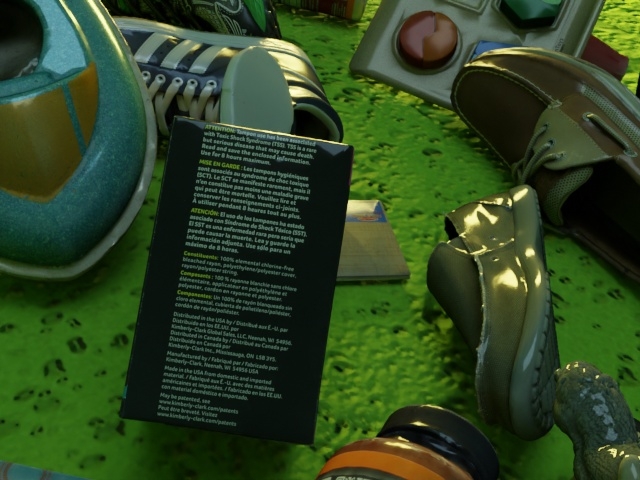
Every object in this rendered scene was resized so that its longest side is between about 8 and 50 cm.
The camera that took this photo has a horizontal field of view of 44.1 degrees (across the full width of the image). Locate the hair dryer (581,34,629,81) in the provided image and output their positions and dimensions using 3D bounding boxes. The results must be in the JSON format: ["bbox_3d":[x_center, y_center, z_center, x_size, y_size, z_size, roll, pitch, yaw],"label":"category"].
[{"bbox_3d":[0.249,-0.271,0.963,0.224,0.080,0.293,-18,49,-31],"label":"hair dryer"}]

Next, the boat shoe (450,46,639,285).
[{"bbox_3d":[0.231,-0.068,0.697,0.116,0.123,0.324,-25,51,-33],"label":"boat shoe"}]

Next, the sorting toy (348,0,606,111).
[{"bbox_3d":[0.192,-0.279,0.864,0.229,0.041,0.307,23,77,15],"label":"sorting toy"}]

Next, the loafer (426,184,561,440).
[{"bbox_3d":[0.123,0.046,0.574,0.088,0.094,0.251,-7,28,15],"label":"loafer"}]

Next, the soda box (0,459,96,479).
[{"bbox_3d":[-0.189,0.145,0.393,0.183,0.058,0.063,13,40,0],"label":"soda box"}]

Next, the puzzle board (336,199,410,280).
[{"bbox_3d":[0.000,0.000,0.643,0.128,0.011,0.096,0,41,-15],"label":"puzzle board"}]

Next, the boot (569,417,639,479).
[{"bbox_3d":[0.260,0.158,0.459,0.236,0.085,0.179,-30,55,-29],"label":"boot"}]

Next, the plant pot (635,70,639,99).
[{"bbox_3d":[0.416,-0.120,0.763,0.188,0.166,0.188,-20,49,-32],"label":"plant pot"}]

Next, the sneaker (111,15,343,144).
[{"bbox_3d":[-0.115,-0.113,0.678,0.282,0.099,0.153,-4,41,-22],"label":"sneaker"}]

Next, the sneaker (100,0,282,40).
[{"bbox_3d":[-0.170,-0.267,0.847,0.146,0.134,0.343,-41,63,-17],"label":"sneaker"}]

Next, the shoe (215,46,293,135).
[{"bbox_3d":[-0.071,-0.057,0.594,0.064,0.081,0.177,21,60,-42],"label":"shoe"}]

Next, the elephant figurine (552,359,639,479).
[{"bbox_3d":[0.192,0.157,0.328,0.186,0.169,0.239,29,53,0],"label":"elephant figurine"}]

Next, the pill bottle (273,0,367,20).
[{"bbox_3d":[-0.015,-0.324,0.955,0.152,0.086,0.086,14,40,2],"label":"pill bottle"}]

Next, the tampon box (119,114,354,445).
[{"bbox_3d":[-0.045,0.026,0.463,0.102,0.120,0.160,10,82,-4],"label":"tampon box"}]

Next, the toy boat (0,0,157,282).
[{"bbox_3d":[-0.271,-0.076,0.527,0.318,0.148,0.267,-23,79,-21],"label":"toy boat"}]

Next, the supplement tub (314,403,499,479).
[{"bbox_3d":[0.024,0.170,0.380,0.106,0.106,0.198,26,42,16],"label":"supplement tub"}]
